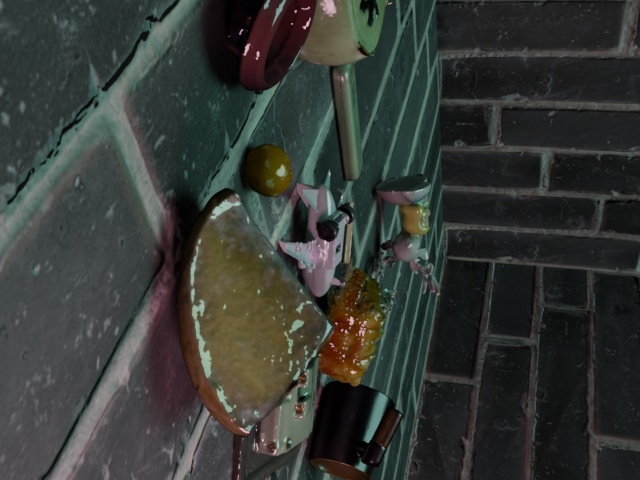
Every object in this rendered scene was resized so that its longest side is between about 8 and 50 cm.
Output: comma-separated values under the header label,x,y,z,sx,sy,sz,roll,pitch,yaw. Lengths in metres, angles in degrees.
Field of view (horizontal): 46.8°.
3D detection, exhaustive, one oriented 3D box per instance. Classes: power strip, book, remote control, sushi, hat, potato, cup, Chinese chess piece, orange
label,x,y,z,sx,sy,sz,roll,pitch,yaw
power strip,-0.060,0.285,1.286,0.251,0.092,0.257,-11,106,-75
book,0.041,-0.014,1.566,0.182,0.014,0.127,173,-77,-79
remote control,0.065,-0.273,1.682,0.090,0.038,0.309,-71,159,-45
sushi,0.074,0.175,1.592,0.184,0.139,0.274,-63,174,-57
hat,-0.078,-0.307,1.042,0.205,0.089,0.205,-61,173,-13
potato,-0.135,0.092,0.982,0.189,0.211,0.264,-39,104,-18
cup,0.070,0.412,1.622,0.239,0.166,0.177,109,0,-61
Chinese chess piece,0.027,-0.485,1.296,0.349,0.146,0.349,4,90,-74
orange,-0.080,-0.109,1.152,0.083,0.070,0.083,1,90,-78

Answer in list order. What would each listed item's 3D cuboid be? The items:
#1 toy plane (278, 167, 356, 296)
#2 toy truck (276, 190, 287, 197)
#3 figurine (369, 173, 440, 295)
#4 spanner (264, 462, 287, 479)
label,x,y,z,sx,sy,sz,roll,pitch,yaw
toy plane,0.004,0.000,1.424,0.251,0.101,0.255,-43,136,-53
toy truck,-0.077,-0.107,1.236,0.083,0.032,0.024,77,28,-45
figurine,0.231,-0.004,2.116,0.284,0.206,0.315,-62,146,-68
spanner,-0.060,0.406,1.459,0.302,0.017,0.071,-52,143,-65
